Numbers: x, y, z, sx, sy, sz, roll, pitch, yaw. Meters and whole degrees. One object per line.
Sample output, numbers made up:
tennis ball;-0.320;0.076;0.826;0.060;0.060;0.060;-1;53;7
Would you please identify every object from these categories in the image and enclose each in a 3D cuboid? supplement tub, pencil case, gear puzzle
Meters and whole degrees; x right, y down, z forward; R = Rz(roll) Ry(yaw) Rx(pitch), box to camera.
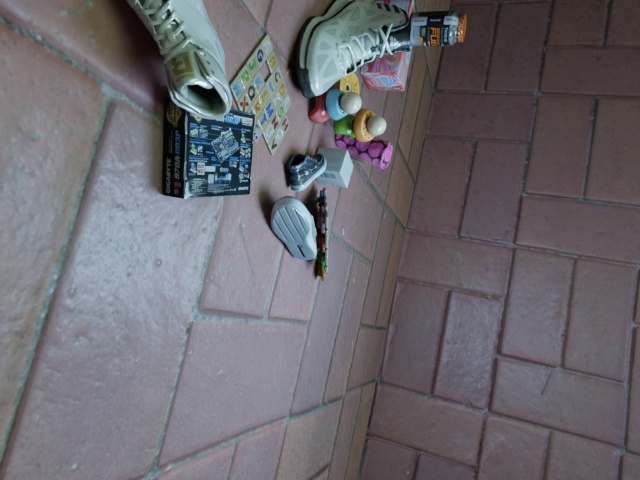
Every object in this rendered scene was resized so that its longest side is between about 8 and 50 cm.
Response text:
supplement tub;0.432;-0.779;1.571;0.117;0.190;0.117;10;90;-67
pencil case;0.150;-0.326;1.447;0.095;0.209;0.098;2;118;-63
gear puzzle;0.000;0.000;1.410;0.175;0.044;0.339;-93;-178;-47

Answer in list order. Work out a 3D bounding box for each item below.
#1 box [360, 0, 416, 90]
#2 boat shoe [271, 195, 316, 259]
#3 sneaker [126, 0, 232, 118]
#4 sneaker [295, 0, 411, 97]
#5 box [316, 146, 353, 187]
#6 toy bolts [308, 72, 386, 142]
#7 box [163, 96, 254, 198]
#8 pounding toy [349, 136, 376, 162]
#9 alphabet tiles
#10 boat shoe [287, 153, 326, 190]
box;0.268;-0.746;1.640;0.142;0.154;0.300;25;75;-67
boat shoe;-0.069;-0.046;1.200;0.302;0.109;0.094;76;15;-61
sneaker;-0.212;-0.310;0.629;0.292;0.108;0.169;53;18;-61
sneaker;0.111;-0.558;1.195;0.169;0.257;0.448;73;34;-48
box;0.040;-0.232;1.360;0.102;0.101;0.087;54;49;-62
toy bolts;0.097;-0.415;1.278;0.228;0.158;0.218;-2;99;-50
box;-0.211;-0.175;0.840;0.220;0.051;0.175;-19;117;-65
pounding toy;0.140;-0.375;1.583;0.130;0.100;0.141;10;100;-67
alphabet tiles;-0.130;-0.332;1.030;0.237;0.009;0.198;68;37;-51
boat shoe;-0.035;-0.222;1.229;0.183;0.065;0.083;-57;149;-43
